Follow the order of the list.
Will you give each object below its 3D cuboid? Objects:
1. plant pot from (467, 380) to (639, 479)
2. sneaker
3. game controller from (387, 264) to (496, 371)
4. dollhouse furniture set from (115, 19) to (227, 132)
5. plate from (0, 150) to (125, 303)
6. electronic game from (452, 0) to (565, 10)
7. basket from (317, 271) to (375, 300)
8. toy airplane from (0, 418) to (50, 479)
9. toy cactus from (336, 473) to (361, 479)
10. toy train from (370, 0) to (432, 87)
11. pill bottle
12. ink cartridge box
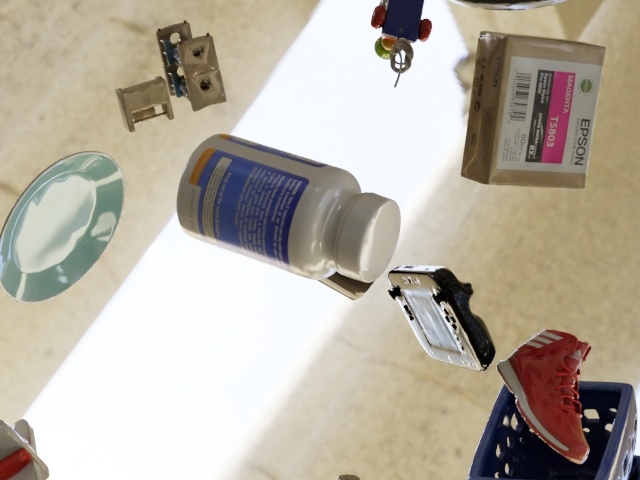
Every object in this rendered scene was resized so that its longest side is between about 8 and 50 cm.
[{"bbox_3d":[0.407,0.386,2.219,0.235,0.236,0.212,-2,-49,30],"label":"plant pot"},{"bbox_3d":[0.344,0.205,1.899,0.087,0.128,0.221,30,18,-40],"label":"sneaker"},{"bbox_3d":[0.181,0.117,2.047,0.319,0.067,0.167,177,-106,-79],"label":"game controller"},{"bbox_3d":[-0.283,-0.292,2.352,0.129,0.183,0.129,36,-38,57],"label":"dollhouse furniture set"},{"bbox_3d":[-0.287,-0.018,1.455,0.024,0.188,0.188,31,-18,25],"label":"plate"},{"bbox_3d":[0.211,-0.311,1.444,0.229,0.229,0.048,22,-45,35],"label":"electronic game"},{"bbox_3d":[0.000,0.000,2.467,0.226,0.154,0.204,33,-3,-14],"label":"basket"},{"bbox_3d":[-0.624,0.419,2.131,0.272,0.385,0.386,32,-27,-31],"label":"toy airplane"},{"bbox_3d":[0.023,0.413,1.837,0.112,0.181,0.219,13,-30,-13],"label":"toy cactus"},{"bbox_3d":[0.128,-0.354,2.330,0.105,0.248,0.143,14,-18,-8],"label":"toy train"},{"bbox_3d":[-0.039,-0.036,1.743,0.272,0.152,0.152,19,-23,26],"label":"pill bottle"},{"bbox_3d":[0.333,-0.202,2.091,0.193,0.235,0.088,1,12,-25],"label":"ink cartridge box"}]
